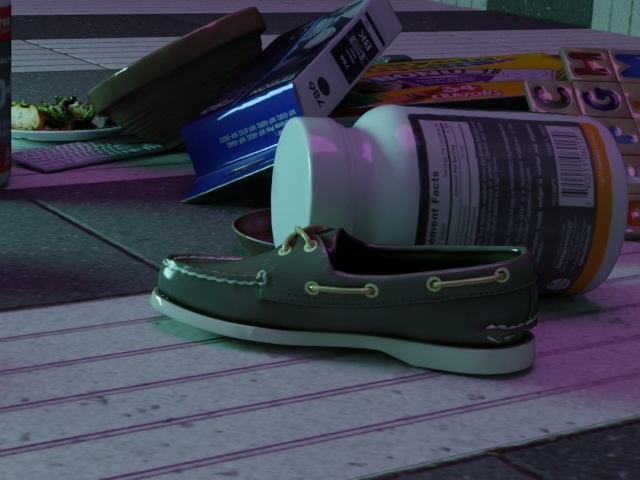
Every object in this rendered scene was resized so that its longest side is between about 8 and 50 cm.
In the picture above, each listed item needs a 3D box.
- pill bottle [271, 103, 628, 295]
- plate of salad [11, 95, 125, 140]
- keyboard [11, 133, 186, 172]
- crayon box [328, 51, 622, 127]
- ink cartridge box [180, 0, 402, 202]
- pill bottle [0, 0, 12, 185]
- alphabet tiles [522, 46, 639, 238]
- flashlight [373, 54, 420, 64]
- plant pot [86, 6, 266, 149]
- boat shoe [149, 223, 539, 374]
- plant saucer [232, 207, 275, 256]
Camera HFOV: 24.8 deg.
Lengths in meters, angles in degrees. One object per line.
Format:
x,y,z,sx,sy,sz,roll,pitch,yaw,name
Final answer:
0.107,-0.034,1.246,0.278,0.162,0.162,1,14,-15,pill bottle
-0.328,-0.161,1.865,0.199,0.048,0.200,-1,11,0,plate of salad
-0.263,-0.110,1.771,0.072,0.014,0.256,13,18,35,keyboard
0.149,-0.155,1.791,0.363,0.106,0.313,-5,16,-8,crayon box
-0.039,-0.168,1.625,0.165,0.065,0.333,-19,22,33,ink cartridge box
-0.410,-0.201,1.547,0.161,0.283,0.161,3,15,-1,pill bottle
0.404,-0.112,1.606,0.342,0.011,0.285,0,50,-11,alphabet tiles
0.199,-0.230,2.157,0.304,0.103,0.103,-9,18,-38,flashlight
-0.158,-0.186,1.784,0.237,0.110,0.237,-28,5,3,plant pot
0.017,0.033,1.118,0.305,0.091,0.109,7,15,14,boat shoe
0.000,0.000,1.372,0.168,0.029,0.168,3,15,-1,plant saucer
